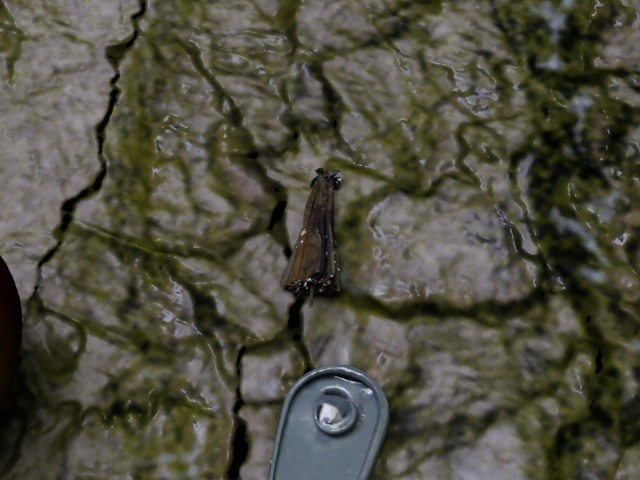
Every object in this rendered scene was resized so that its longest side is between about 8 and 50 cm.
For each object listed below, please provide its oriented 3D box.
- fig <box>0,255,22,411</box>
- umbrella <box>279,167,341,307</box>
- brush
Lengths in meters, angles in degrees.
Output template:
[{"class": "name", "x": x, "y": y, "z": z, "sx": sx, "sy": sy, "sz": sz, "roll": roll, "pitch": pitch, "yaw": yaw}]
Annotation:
[{"class": "fig", "x": -0.256, "y": 0.087, "z": 0.605, "sx": 0.190, "sy": 0.190, "sz": 0.290, "roll": 36, "pitch": 81, "yaw": 22}, {"class": "umbrella", "x": -0.002, "y": -0.001, "z": 0.724, "sx": 0.031, "sy": 0.020, "sz": 0.083, "roll": -23, "pitch": 50, "yaw": 37}, {"class": "brush", "x": -0.028, "y": 0.173, "z": 0.595, "sx": 0.068, "sy": 0.060, "sz": 0.297, "roll": 10, "pitch": 60, "yaw": 12}]
